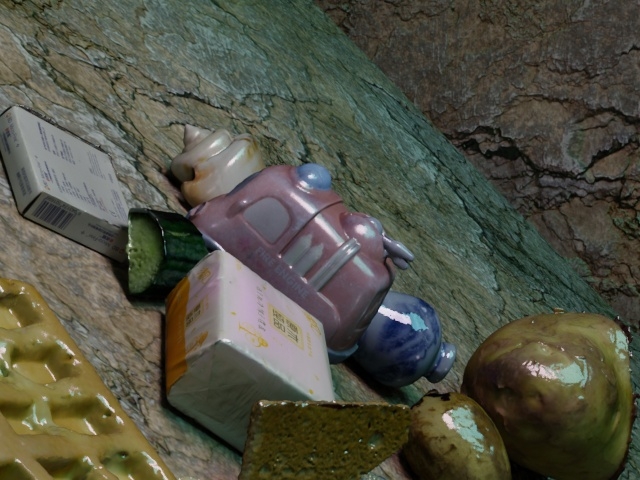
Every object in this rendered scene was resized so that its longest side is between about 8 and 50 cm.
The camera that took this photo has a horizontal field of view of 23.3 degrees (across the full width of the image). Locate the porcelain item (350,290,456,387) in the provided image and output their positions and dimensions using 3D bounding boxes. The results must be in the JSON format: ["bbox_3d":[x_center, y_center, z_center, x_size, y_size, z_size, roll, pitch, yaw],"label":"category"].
[{"bbox_3d":[0.076,0.124,2.271,0.259,0.141,0.141,29,19,-10],"label":"porcelain item"}]

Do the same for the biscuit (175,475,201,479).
[{"bbox_3d":[-0.108,0.301,1.611,0.152,0.020,0.152,37,18,-14],"label":"biscuit"}]

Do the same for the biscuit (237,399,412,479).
[{"bbox_3d":[0.005,0.246,1.763,0.237,0.131,0.026,6,8,-42],"label":"biscuit"}]

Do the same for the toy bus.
[{"bbox_3d":[-0.033,0.021,2.094,0.294,0.232,0.197,45,18,8],"label":"toy bus"}]

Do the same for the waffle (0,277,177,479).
[{"bbox_3d":[-0.295,0.157,1.459,0.348,0.077,0.304,49,17,22],"label":"waffle"}]

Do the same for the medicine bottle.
[{"bbox_3d":[-0.325,-0.077,1.997,0.171,0.052,0.201,28,23,-39],"label":"medicine bottle"}]

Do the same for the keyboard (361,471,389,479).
[{"bbox_3d":[0.058,0.307,1.973,0.176,0.014,0.055,31,17,-33],"label":"keyboard"}]

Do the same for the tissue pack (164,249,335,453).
[{"bbox_3d":[-0.087,0.141,1.867,0.185,0.124,0.225,39,18,-21],"label":"tissue pack"}]

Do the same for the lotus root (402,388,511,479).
[{"bbox_3d":[0.196,0.301,2.117,0.214,0.138,0.138,57,20,10],"label":"lotus root"}]

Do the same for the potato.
[{"bbox_3d":[0.325,0.228,2.394,0.237,0.288,0.301,11,68,-31],"label":"potato"}]

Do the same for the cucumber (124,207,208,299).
[{"bbox_3d":[-0.195,0.015,1.960,0.115,0.062,0.116,13,71,-65],"label":"cucumber"}]

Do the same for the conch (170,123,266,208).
[{"bbox_3d":[-0.115,-0.081,2.338,0.255,0.127,0.158,41,15,-9],"label":"conch"}]
